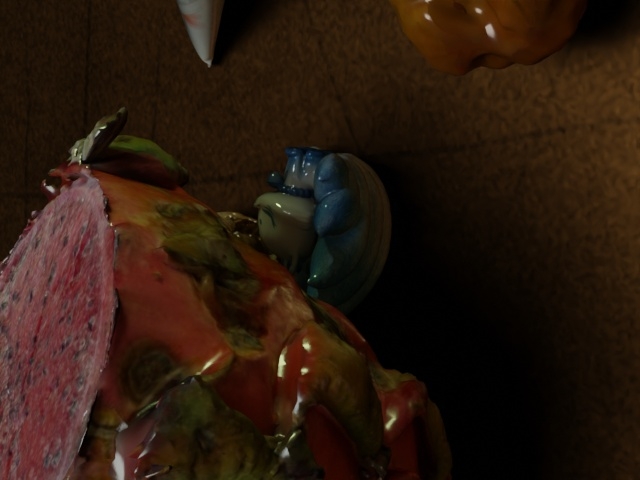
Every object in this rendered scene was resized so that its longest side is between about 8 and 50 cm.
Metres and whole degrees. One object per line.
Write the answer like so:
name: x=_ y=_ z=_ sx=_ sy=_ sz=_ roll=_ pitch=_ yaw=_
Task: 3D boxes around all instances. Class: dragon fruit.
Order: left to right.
dragon fruit: x=-0.062 y=0.137 z=0.942 sx=0.314 sy=0.263 sz=0.296 roll=-58 pitch=27 yaw=23

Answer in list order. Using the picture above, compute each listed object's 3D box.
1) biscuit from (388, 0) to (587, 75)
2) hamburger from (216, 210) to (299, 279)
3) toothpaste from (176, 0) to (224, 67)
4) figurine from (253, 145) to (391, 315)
biscuit: x=0.055 y=-0.272 z=0.841 sx=0.312 sy=0.110 sz=0.318 roll=52 pitch=148 yaw=30
hamburger: x=-0.068 y=0.054 z=1.100 sx=0.147 sy=0.083 sz=0.138 roll=-44 pitch=66 yaw=39
toothpaste: x=-0.072 y=-0.188 z=0.979 sx=0.323 sy=0.066 sz=0.100 roll=113 pitch=136 yaw=-76
figurine: x=0.000 y=0.000 z=1.014 sx=0.114 sy=0.079 sz=0.114 roll=-177 pitch=90 yaw=-72
